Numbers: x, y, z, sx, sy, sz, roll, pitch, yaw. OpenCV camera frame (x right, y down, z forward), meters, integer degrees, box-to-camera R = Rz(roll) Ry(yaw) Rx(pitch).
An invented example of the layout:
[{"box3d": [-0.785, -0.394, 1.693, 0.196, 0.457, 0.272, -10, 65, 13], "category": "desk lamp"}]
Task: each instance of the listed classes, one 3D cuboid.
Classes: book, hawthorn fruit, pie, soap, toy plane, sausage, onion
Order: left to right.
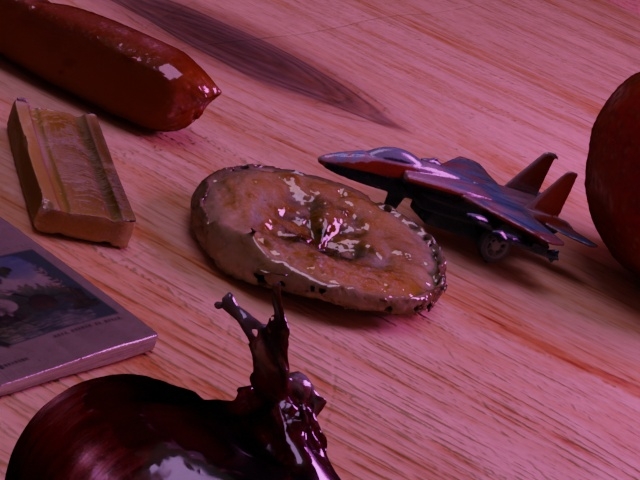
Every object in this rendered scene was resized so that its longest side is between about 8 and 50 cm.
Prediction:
[{"box3d": [-0.299, 0.034, 1.620, 0.283, 0.025, 0.215, 32, 26, 25], "category": "book"}, {"box3d": [-0.245, -0.067, 1.893, 0.092, 0.037, 0.252, 10, 24, -20], "category": "soap"}, {"box3d": [-0.272, -0.211, 2.142, 0.348, 0.094, 0.097, 25, 9, 17], "category": "sausage"}, {"box3d": [-0.058, 0.168, 1.186, 0.273, 0.285, 0.273, 33, 3, -2], "category": "onion"}, {"box3d": [0.000, 0.000, 1.919, 0.274, 0.055, 0.274, 17, 22, -7], "category": "pie"}, {"box3d": [0.136, -0.048, 2.094, 0.326, 0.104, 0.223, 4, 25, -26], "category": "toy plane"}, {"box3d": [0.437, -0.045, 2.112, 0.285, 0.284, 0.369, 16, 25, -9], "category": "hawthorn fruit"}]
